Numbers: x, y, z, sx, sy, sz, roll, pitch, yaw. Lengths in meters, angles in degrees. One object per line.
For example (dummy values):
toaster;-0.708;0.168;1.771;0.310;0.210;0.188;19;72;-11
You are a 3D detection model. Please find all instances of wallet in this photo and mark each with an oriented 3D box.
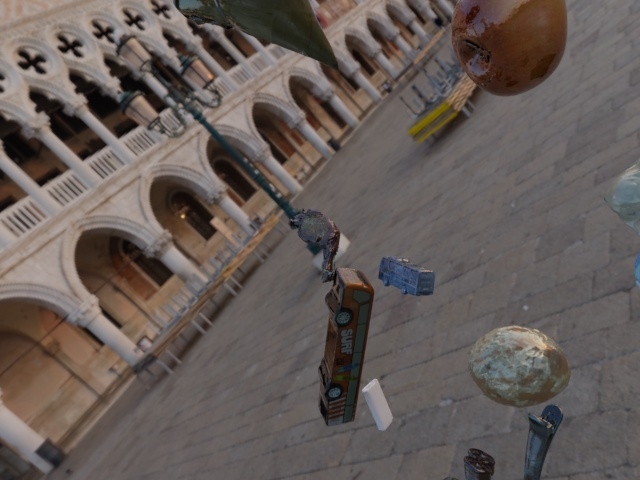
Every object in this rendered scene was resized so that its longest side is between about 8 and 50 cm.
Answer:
wallet;0.154;0.435;1.399;0.025;0.122;0.061;-16;11;43

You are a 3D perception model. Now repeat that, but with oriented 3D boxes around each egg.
egg;0.492;0.315;1.319;0.245;0.203;0.203;-3;36;39

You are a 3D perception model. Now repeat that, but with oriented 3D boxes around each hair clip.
hair clip;0.387;0.406;0.952;0.070;0.230;0.039;-8;19;-32

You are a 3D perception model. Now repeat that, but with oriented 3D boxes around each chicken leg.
chicken leg;0.000;0.000;1.310;0.106;0.051;0.253;-32;46;3

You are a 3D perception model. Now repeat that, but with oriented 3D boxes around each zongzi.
zongzi;-0.094;-0.492;0.923;0.160;0.360;0.323;-51;-13;-32

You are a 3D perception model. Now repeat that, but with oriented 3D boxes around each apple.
apple;0.338;-0.376;0.968;0.173;0.235;0.210;-33;23;-13

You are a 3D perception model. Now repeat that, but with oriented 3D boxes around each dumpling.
dumpling;0.650;-0.100;1.064;0.136;0.118;0.199;110;176;-49

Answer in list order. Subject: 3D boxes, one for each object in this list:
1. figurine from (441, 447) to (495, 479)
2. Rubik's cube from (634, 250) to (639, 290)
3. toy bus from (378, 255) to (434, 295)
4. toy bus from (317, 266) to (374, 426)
figurine;0.317;0.681;1.262;0.281;0.167;0.370;-3;-66;-65
Rubik's cube;0.913;0.050;1.057;0.352;0.352;0.347;-86;1;-57
toy bus;0.176;0.073;1.098;0.166;0.047;0.065;-157;70;-67
toy bus;0.051;0.255;1.235;0.093;0.092;0.409;-118;30;-59
